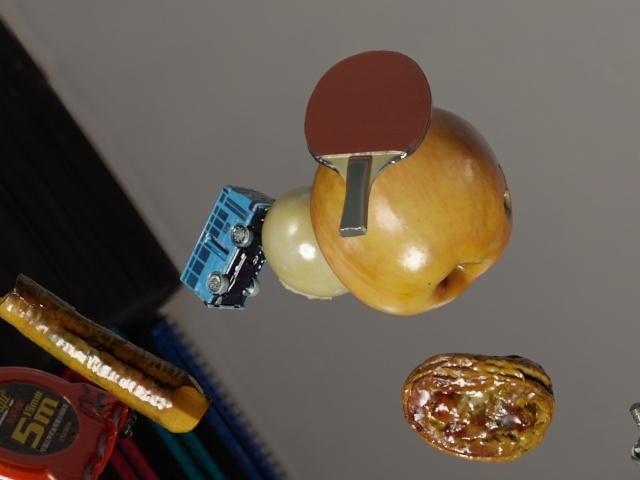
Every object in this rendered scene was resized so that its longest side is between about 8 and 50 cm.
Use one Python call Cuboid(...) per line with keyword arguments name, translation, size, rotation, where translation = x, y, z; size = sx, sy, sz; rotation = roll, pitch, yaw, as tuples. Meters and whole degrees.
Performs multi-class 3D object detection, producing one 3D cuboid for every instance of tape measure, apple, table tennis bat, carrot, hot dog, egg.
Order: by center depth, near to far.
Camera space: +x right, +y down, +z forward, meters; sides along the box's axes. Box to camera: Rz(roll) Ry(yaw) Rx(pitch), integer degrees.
Cuboid(name="table tennis bat", translation=(0.044, -0.100, 1.219), size=(0.130, 0.220, 0.019), rotation=(-3, 148, 18))
Cuboid(name="carrot", translation=(-0.242, 0.126, 1.369), size=(0.070, 0.260, 0.070), rotation=(-55, -175, 7))
Cuboid(name="apple", translation=(0.116, -0.033, 1.489), size=(0.242, 0.241, 0.242), rotation=(-17, 145, -12))
Cuboid(name="tape measure", translation=(-0.413, 0.286, 1.737), size=(0.253, 0.260, 0.114), rotation=(-74, -174, -60))
Cuboid(name="hot dog", translation=(0.231, 0.234, 1.776), size=(0.227, 0.160, 0.099), rotation=(2, -167, -6))
Cuboid(name="egg", translation=(0.001, 0.003, 1.777), size=(0.164, 0.164, 0.201), rotation=(-35, 146, 8))

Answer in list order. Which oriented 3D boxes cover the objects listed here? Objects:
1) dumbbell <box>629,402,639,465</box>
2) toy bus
Cuboid(name="dumbbell", translation=(0.501, 0.337, 1.740), size=(0.110, 0.254, 0.110), rotation=(-28, -169, 6))
Cuboid(name="toy bus", translation=(-0.132, 0.006, 1.900), size=(0.090, 0.106, 0.184), rotation=(9, 113, -49))
